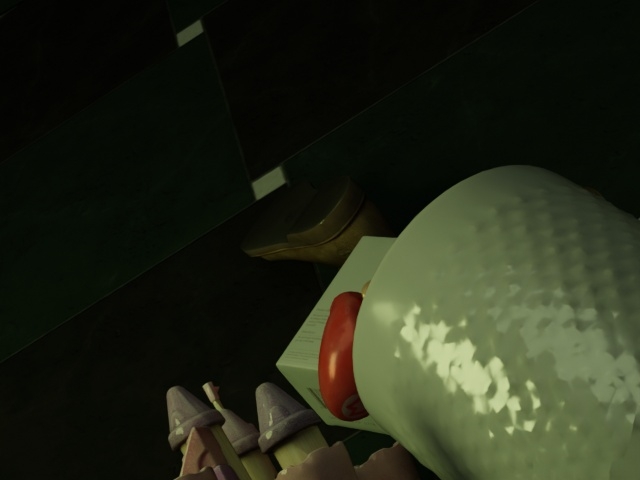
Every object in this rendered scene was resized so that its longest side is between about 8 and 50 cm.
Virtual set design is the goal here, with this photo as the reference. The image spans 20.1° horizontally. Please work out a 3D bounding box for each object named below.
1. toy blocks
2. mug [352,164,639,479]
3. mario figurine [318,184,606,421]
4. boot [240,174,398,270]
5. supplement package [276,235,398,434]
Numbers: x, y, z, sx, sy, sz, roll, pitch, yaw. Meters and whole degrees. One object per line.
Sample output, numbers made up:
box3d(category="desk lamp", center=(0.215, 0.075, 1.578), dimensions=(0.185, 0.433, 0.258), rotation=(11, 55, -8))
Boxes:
box3d(category="toy blocks", center=(-0.088, 0.242, 1.555), dimensions=(0.309, 0.288, 0.260), rotation=(-33, 77, 10))
box3d(category="mug", center=(0.267, 0.097, 1.492), dimensions=(0.374, 0.276, 0.328), rotation=(-38, 44, -15))
box3d(category="mario figurine", center=(0.148, 0.083, 1.684), dimensions=(0.320, 0.198, 0.170), rotation=(-29, 0, -12))
box3d(category="boot", center=(0.000, 0.000, 2.037), dimensions=(0.112, 0.115, 0.305), rotation=(-55, 18, -12))
box3d(category="supplement package", center=(0.060, 0.095, 1.838), dimensions=(0.105, 0.105, 0.179), rotation=(4, 51, 48))
